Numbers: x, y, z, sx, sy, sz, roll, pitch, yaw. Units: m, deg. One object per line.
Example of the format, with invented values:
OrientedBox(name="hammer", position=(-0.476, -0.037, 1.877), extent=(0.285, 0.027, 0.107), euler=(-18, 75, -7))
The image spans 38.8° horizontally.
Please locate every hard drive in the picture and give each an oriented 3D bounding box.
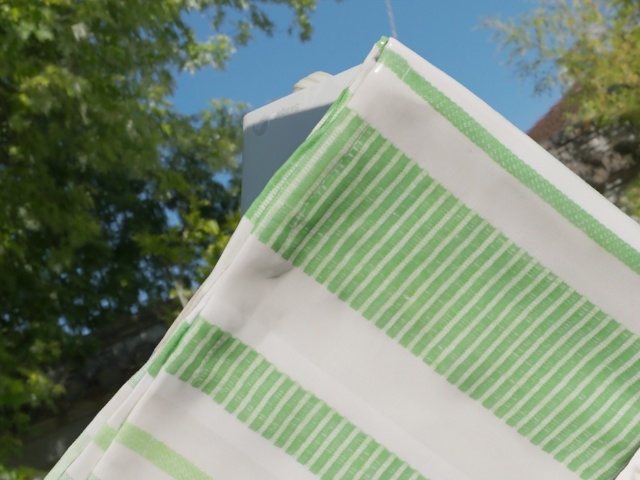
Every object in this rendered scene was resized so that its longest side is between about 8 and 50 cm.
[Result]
OrientedBox(name="hard drive", position=(0.000, 0.000, 0.859), extent=(0.203, 0.308, 0.040), euler=(-16, -23, 41))

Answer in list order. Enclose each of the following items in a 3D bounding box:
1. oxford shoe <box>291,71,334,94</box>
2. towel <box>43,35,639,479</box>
OrientedBox(name="oxford shoe", position=(0.105, 0.001, 1.064), extent=(0.130, 0.449, 0.169), euler=(-49, 18, -11))
OrientedBox(name="towel", position=(0.030, 0.095, 0.471), extent=(0.325, 0.247, 0.038), euler=(-54, 6, 5))
